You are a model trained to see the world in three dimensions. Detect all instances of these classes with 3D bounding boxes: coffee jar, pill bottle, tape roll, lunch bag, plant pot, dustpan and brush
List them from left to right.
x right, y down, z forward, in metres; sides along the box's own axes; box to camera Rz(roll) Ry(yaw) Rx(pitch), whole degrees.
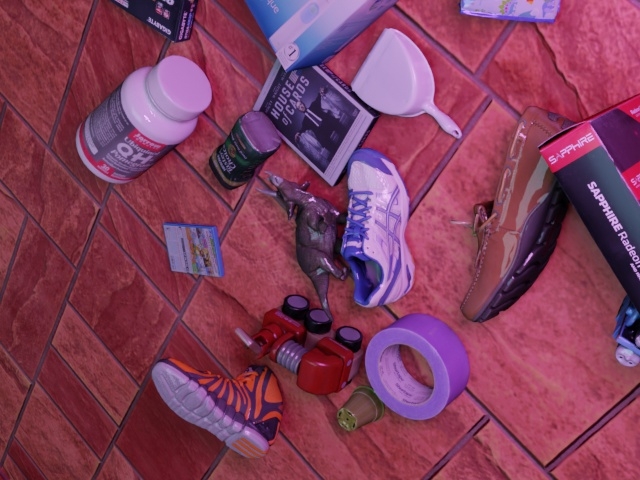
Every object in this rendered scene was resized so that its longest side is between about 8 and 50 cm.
[{"bbox_3d":[-0.373,-0.260,1.866,0.318,0.176,0.176,-29,88,43],"label":"pill bottle"},{"bbox_3d":[-0.157,-0.177,1.769,0.096,0.079,0.184,58,144,6],"label":"coffee jar"},{"bbox_3d":[0.076,0.353,1.809,0.083,0.079,0.083,16,117,35],"label":"plant pot"},{"bbox_3d":[0.163,-0.250,1.521,0.211,0.060,0.147,52,133,20],"label":"dustpan and brush"},{"bbox_3d":[0.184,0.240,1.675,0.189,0.080,0.189,17,118,34],"label":"tape roll"},{"bbox_3d":[0.293,-0.401,1.322,0.151,0.096,0.129,9,116,5],"label":"lunch bag"}]

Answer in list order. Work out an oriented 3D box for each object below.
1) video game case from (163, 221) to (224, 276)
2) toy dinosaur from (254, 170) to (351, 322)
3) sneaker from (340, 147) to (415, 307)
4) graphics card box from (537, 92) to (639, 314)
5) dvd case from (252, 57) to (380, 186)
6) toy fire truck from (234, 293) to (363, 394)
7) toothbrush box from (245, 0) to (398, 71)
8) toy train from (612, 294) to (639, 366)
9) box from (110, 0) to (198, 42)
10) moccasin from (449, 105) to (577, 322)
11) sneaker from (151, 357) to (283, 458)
[{"bbox_3d":[-0.294,0.020,2.023,0.166,0.015,0.119,5,110,38],"label":"video game case"},{"bbox_3d":[0.000,0.000,1.729,0.160,0.121,0.313,3,114,51],"label":"toy dinosaur"},{"bbox_3d":[0.095,-0.020,1.611,0.112,0.131,0.296,-5,102,42],"label":"sneaker"},{"bbox_3d":[0.478,-0.018,1.228,0.094,0.233,0.371,-33,85,42],"label":"graphics card box"},{"bbox_3d":[-0.013,-0.246,1.677,0.239,0.029,0.179,44,129,16],"label":"dvd case"},{"bbox_3d":[-0.059,0.218,1.752,0.217,0.246,0.158,30,124,27],"label":"toy fire truck"},{"bbox_3d":[0.013,-0.463,1.504,0.295,0.126,0.216,-32,86,41],"label":"toothbrush box"},{"bbox_3d":[0.488,0.117,1.311,0.080,0.184,0.105,30,131,10],"label":"toy train"},{"bbox_3d":[-0.343,-0.538,1.815,0.220,0.051,0.175,36,126,23],"label":"box"},{"bbox_3d":[0.306,-0.033,1.428,0.147,0.139,0.380,35,129,31],"label":"moccasin"},{"bbox_3d":[-0.218,0.330,1.956,0.321,0.180,0.124,42,135,-16],"label":"sneaker"}]
